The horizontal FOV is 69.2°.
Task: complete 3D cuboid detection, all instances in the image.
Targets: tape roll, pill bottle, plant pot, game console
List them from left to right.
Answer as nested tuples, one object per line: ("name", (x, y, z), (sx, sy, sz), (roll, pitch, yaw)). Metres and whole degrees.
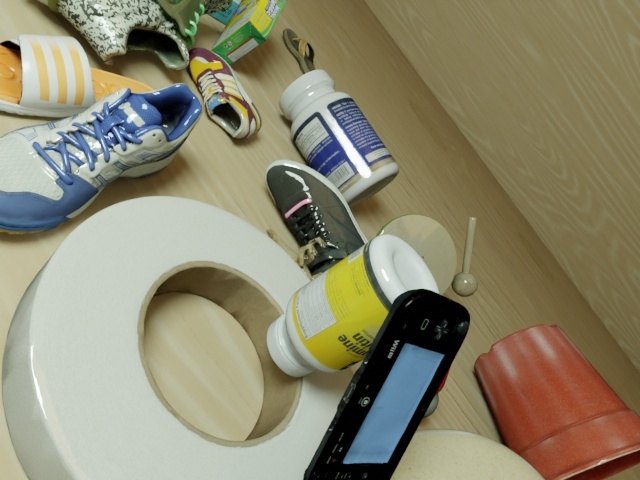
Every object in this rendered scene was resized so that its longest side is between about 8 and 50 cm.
("tape roll", (-0.116, 0.128, 0.511), (0.392, 0.072, 0.392), (35, 35, -29))
("pill bottle", (0.033, -0.209, 0.966), (0.264, 0.153, 0.153), (58, 31, 7))
("game console", (0.014, 0.203, 0.386), (0.044, 0.361, 0.213), (28, 2, 40))
("pill bottle", (0.028, 0.080, 0.502), (0.103, 0.184, 0.103), (34, 36, -29))
("plant pot", (0.458, 0.329, 0.918), (0.272, 0.272, 0.265), (23, 34, -40))

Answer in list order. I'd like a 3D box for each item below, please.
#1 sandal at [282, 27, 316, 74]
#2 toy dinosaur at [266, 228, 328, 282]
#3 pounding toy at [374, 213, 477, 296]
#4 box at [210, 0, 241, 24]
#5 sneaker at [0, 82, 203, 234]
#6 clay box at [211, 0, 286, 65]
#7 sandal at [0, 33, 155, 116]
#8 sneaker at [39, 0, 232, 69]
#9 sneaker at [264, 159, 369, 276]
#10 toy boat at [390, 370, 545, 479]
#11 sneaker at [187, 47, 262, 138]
("sandal", (-0.042, -0.511, 1.269), (0.072, 0.049, 0.180), (-4, 62, -55))
("toy dinosaur", (-0.034, 0.035, 0.692), (0.053, 0.092, 0.183), (5, 51, -57))
("pounding toy", (0.203, 0.039, 0.977), (0.237, 0.110, 0.183), (-2, 88, -14))
("box", (-0.243, -0.557, 1.034), (0.244, 0.060, 0.100), (13, 50, -47))
("sneaker", (-0.249, -0.115, 0.517), (0.112, 0.131, 0.296), (50, 34, -10))
("clay box", (-0.134, -0.471, 0.966), (0.053, 0.127, 0.222), (42, 51, -33))
("sandal", (-0.304, -0.213, 0.589), (0.265, 0.076, 0.102), (-12, 68, -54))
("sneaker", (-0.266, -0.367, 0.771), (0.182, 0.158, 0.410), (64, 33, -12))
("sneaker", (0.001, 0.000, 0.758), (0.295, 0.104, 0.147), (52, 26, -10))
("toy boat", (0.163, 0.299, 0.628), (0.268, 0.148, 0.318), (8, 38, -4))
("sneaker", (-0.179, -0.262, 0.816), (0.185, 0.069, 0.084), (50, 26, -4))
